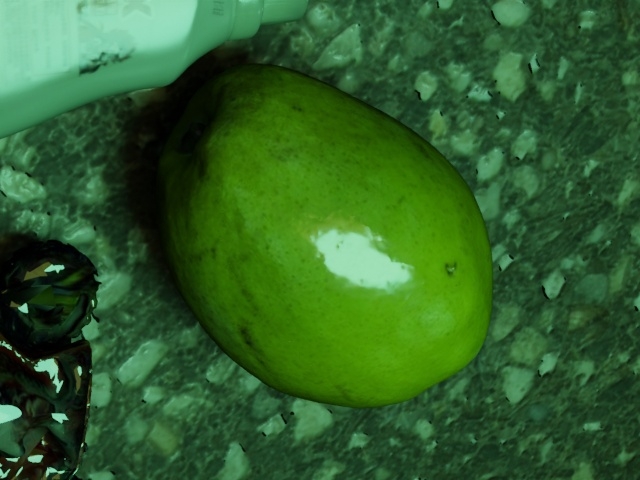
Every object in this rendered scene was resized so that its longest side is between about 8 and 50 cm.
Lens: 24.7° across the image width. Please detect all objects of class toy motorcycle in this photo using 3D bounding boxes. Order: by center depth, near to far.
[{"bbox_3d":[-0.284,0.199,1.203,0.207,0.134,0.401,-4,108,-24],"label":"toy motorcycle"}]

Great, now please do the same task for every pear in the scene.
[{"bbox_3d":[0.000,0.000,1.204,0.307,0.253,0.253,38,89,-28],"label":"pear"}]

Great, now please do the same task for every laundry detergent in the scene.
[{"bbox_3d":[-0.204,-0.201,1.089,0.397,0.124,0.264,-7,106,-19],"label":"laundry detergent"}]
